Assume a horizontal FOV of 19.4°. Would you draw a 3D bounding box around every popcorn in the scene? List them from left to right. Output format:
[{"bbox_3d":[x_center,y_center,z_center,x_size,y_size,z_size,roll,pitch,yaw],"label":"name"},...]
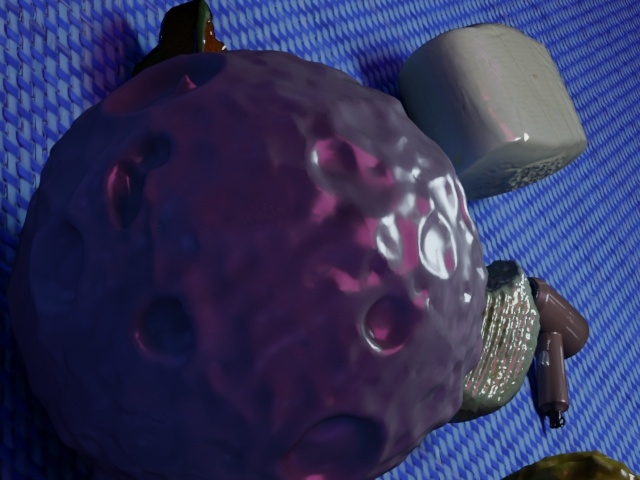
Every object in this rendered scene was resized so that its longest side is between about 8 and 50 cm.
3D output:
[{"bbox_3d":[0.261,0.297,1.854,0.155,0.197,0.198,2,63,-55],"label":"popcorn"}]

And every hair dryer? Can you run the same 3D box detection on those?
[{"bbox_3d":[0.268,0.138,2.202,0.117,0.064,0.182,39,38,-41],"label":"hair dryer"}]

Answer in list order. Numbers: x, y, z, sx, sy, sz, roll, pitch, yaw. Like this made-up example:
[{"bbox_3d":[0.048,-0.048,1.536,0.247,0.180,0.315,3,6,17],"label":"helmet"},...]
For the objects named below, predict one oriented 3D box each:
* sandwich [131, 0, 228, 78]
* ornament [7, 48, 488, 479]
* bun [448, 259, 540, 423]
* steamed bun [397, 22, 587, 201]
[{"bbox_3d":[-0.113,-0.109,1.672,0.159,0.079,0.235,36,37,-64],"label":"sandwich"},{"bbox_3d":[-0.053,0.024,1.309,0.337,0.337,0.337,46,28,-34],"label":"ornament"},{"bbox_3d":[0.112,0.079,1.851,0.212,0.126,0.204,54,50,-17],"label":"bun"},{"bbox_3d":[0.194,-0.151,2.236,0.250,0.154,0.200,0,62,-57],"label":"steamed bun"}]
